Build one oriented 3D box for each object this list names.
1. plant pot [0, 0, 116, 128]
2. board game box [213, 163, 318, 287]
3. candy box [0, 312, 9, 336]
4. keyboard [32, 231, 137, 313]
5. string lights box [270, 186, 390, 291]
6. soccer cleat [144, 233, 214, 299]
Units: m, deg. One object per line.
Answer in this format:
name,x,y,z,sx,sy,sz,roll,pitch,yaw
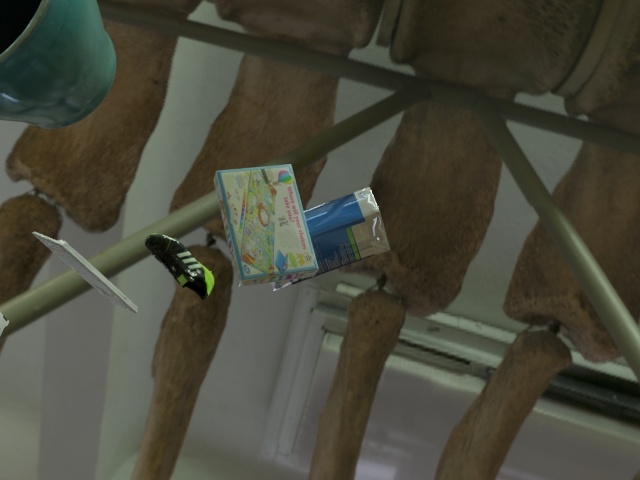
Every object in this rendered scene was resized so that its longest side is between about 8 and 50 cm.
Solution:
plant pot,-0.406,-0.273,0.982,0.271,0.255,0.272,-3,-104,10
board game box,-0.071,-0.021,0.963,0.103,0.026,0.154,-7,-111,-20
candy box,-0.681,0.113,1.338,0.164,0.070,0.196,14,-29,10
keyboard,-0.407,0.061,1.311,0.072,0.014,0.256,13,-26,26
string lights box,0.000,0.000,1.521,0.259,0.077,0.133,-19,-39,1
soccer cleat,-0.289,0.053,1.540,0.060,0.072,0.179,-37,-62,23
